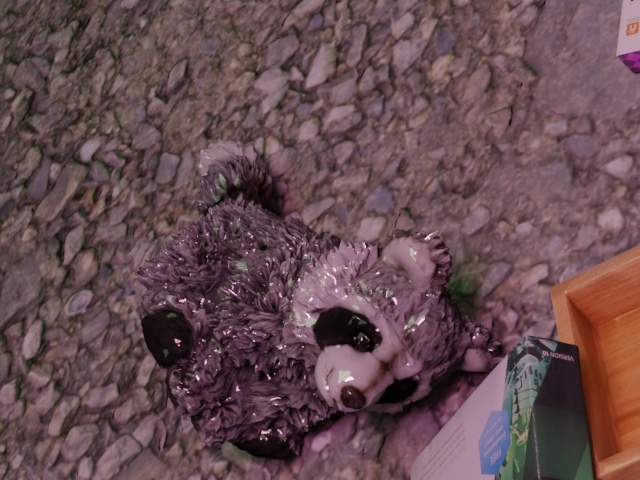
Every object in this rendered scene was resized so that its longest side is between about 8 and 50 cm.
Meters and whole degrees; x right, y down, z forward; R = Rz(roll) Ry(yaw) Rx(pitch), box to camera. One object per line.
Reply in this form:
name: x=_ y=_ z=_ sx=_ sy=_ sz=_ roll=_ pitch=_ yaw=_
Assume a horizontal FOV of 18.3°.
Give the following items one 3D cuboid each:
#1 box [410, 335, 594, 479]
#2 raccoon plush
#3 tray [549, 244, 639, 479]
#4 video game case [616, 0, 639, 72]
box: x=0.146 y=0.270 z=1.582 sx=0.232 sy=0.058 sz=0.322 roll=123 pitch=151 yaw=-49
raccoon plush: x=0.000 y=0.000 z=1.882 sx=0.299 sy=0.216 sz=0.446 roll=-23 pitch=49 yaw=20
tray: x=0.388 y=0.045 z=1.558 sx=0.411 sy=0.076 sz=0.203 roll=-27 pitch=43 yaw=22
video game case: x=0.387 y=-0.271 z=1.818 sx=0.232 sy=0.042 sz=0.210 roll=-10 pitch=58 yaw=38
